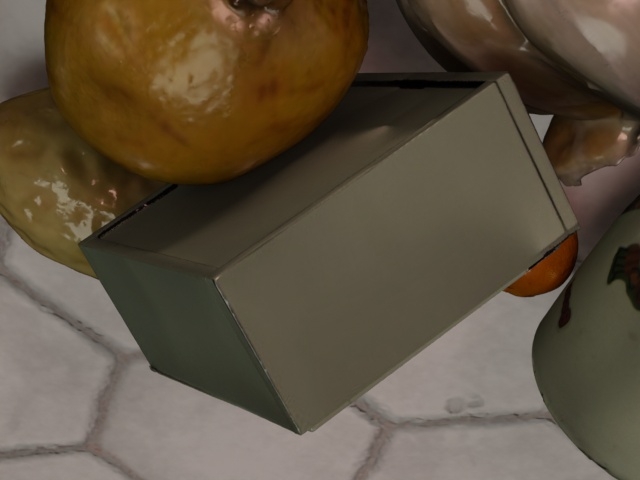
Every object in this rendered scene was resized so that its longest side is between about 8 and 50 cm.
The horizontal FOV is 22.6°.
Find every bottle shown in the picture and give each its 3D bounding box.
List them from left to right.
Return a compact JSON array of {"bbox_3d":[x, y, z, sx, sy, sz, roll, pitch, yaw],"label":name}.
[{"bbox_3d":[0.323,0.011,1.106,0.229,0.229,0.352,21,127,-14],"label":"bottle"}]

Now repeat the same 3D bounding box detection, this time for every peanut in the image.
[{"bbox_3d":[-0.102,-0.016,1.181,0.318,0.148,0.147,29,133,-17],"label":"peanut"}]

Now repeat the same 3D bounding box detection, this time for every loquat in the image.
[{"bbox_3d":[-0.066,-0.139,0.970,0.213,0.213,0.246,23,168,-17],"label":"loquat"}]

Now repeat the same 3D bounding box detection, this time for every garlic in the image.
[{"bbox_3d":[0.167,-0.175,0.997,0.237,0.210,0.292,18,153,43],"label":"garlic"}]

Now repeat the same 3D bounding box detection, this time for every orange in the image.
[{"bbox_3d":[0.154,0.003,1.204,0.083,0.084,0.084,4,137,3],"label":"orange"}]

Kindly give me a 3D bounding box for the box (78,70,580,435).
[{"bbox_3d":[0.000,0.000,1.019,0.225,0.225,0.117,11,133,62],"label":"box"}]
